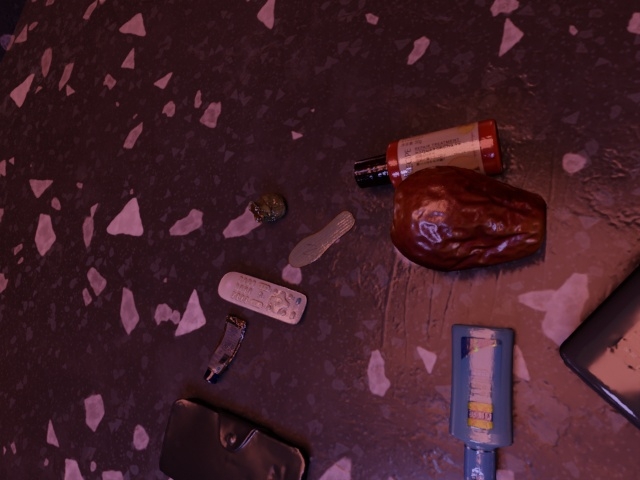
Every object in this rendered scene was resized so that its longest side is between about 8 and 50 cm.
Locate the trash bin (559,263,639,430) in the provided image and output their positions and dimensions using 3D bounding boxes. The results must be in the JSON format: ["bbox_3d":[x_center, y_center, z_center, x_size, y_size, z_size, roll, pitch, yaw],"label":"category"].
[{"bbox_3d":[0.500,0.116,0.582,0.209,0.182,0.290,46,108,27],"label":"trash bin"}]

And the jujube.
[{"bbox_3d":[0.250,-0.034,0.743,0.256,0.190,0.189,7,83,18],"label":"jujube"}]

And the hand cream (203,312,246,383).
[{"bbox_3d":[-0.228,0.258,1.016,0.062,0.039,0.163,21,84,32],"label":"hand cream"}]

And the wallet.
[{"bbox_3d":[-0.196,0.488,0.940,0.378,0.051,0.196,12,86,28],"label":"wallet"}]

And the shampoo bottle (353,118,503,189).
[{"bbox_3d":[0.200,-0.154,0.835,0.278,0.104,0.104,-8,76,27],"label":"shampoo bottle"}]

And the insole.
[{"bbox_3d":[0.000,0.000,0.965,0.188,0.004,0.064,-38,66,16],"label":"insole"}]

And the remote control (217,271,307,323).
[{"bbox_3d":[-0.138,0.132,0.990,0.229,0.044,0.073,15,71,21],"label":"remote control"}]

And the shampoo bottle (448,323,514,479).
[{"bbox_3d":[0.274,0.276,0.730,0.104,0.061,0.258,-1,79,27],"label":"shampoo bottle"}]

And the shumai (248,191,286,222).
[{"bbox_3d":[-0.133,-0.083,1.009,0.083,0.080,0.082,36,95,31],"label":"shumai"}]
